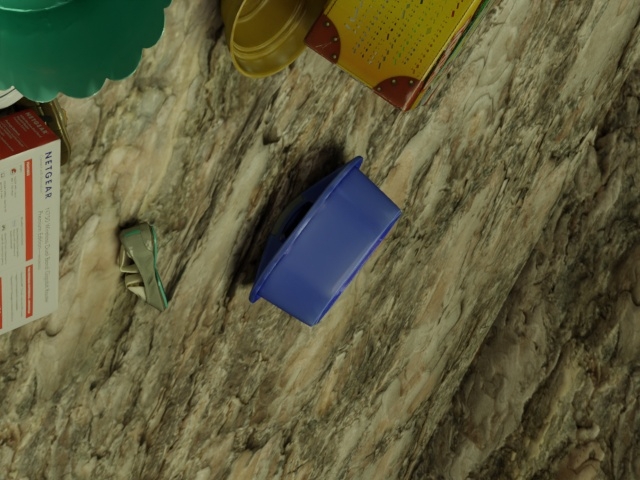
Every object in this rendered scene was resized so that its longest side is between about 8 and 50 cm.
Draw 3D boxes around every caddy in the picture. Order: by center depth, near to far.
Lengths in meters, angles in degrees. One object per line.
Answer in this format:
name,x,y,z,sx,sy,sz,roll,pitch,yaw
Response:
caddy,0.000,0.000,2.671,0.341,0.179,0.241,-52,177,1

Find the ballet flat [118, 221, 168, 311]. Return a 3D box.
ballet flat,-0.301,0.049,2.398,0.068,0.072,0.213,-14,142,-10

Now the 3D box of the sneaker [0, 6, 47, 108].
sneaker,-0.358,-0.280,1.865,0.258,0.094,0.091,-47,154,-10

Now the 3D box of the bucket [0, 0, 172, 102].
bucket,-0.319,-0.325,1.683,0.281,0.183,0.281,-13,134,-14

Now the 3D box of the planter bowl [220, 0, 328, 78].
planter bowl,-0.086,-0.362,2.186,0.217,0.090,0.217,-37,149,-27

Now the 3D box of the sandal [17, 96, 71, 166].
sandal,-0.384,-0.173,2.000,0.049,0.072,0.180,-72,164,-45

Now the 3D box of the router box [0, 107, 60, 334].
router box,-0.507,0.014,1.970,0.301,0.082,0.335,-24,142,-33

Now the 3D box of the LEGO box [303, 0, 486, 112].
LEGO box,0.209,-0.463,2.263,0.500,0.193,0.372,-56,176,12
